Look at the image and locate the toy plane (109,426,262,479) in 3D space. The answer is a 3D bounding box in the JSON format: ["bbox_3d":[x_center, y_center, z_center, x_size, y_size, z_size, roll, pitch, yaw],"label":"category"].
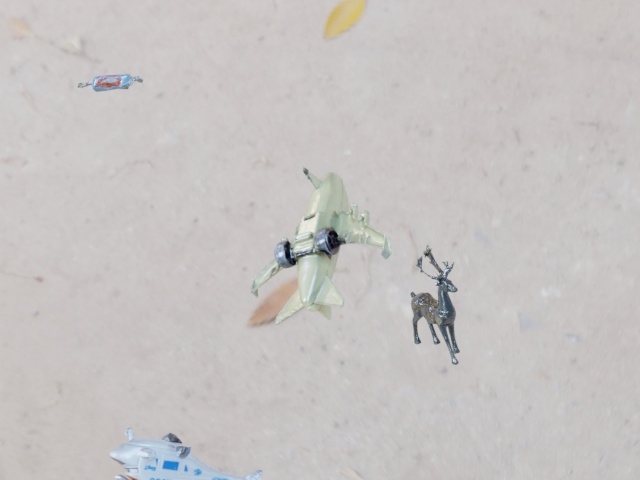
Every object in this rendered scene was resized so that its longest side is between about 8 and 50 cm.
[{"bbox_3d":[-0.194,0.361,1.717,0.273,0.182,0.107,11,82,-10],"label":"toy plane"}]

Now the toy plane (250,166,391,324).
[{"bbox_3d":[0.000,0.000,1.573,0.242,0.104,0.256,-19,53,33],"label":"toy plane"}]

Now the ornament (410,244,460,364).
[{"bbox_3d":[0.112,0.060,1.107,0.028,0.125,0.073,-26,29,-25],"label":"ornament"}]

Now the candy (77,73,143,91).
[{"bbox_3d":[-0.267,-0.201,1.400,0.083,0.030,0.020,-6,97,-7],"label":"candy"}]
